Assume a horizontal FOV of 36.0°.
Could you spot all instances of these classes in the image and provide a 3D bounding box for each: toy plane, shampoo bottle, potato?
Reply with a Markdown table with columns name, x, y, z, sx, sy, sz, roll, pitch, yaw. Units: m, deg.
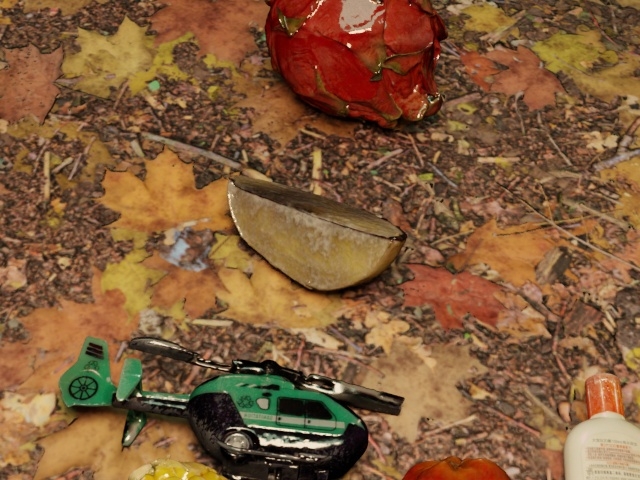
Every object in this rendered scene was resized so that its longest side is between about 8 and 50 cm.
| name | x | y | z | sx | sy | sz | roll | pitch | yaw |
| --- | --- | --- | --- | --- | --- | --- | --- | --- | --- |
| toy plane | -0.098 | 0.188 | 1.067 | 0.382 | 0.106 | 0.155 | 7 | 45 | 1 |
| shampoo bottle | 0.320 | 0.250 | 1.079 | 0.108 | 0.051 | 0.221 | 6 | 51 | 0 |
| potato | -0.002 | 0.001 | 1.246 | 0.261 | 0.100 | 0.120 | 21 | 12 | 29 |

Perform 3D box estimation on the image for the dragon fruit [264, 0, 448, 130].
| name | x | y | z | sx | sy | sz | roll | pitch | yaw |
| --- | --- | --- | --- | --- | --- | --- | --- | --- | --- |
| dragon fruit | 0.054 | -0.283 | 1.368 | 0.244 | 0.244 | 0.299 | -39 | 82 | -30 |

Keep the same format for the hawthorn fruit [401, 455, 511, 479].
| name | x | y | z | sx | sy | sz | roll | pitch | yaw |
| --- | --- | --- | --- | --- | --- | --- | --- | --- | --- |
| hawthorn fruit | 0.136 | 0.280 | 1.005 | 0.125 | 0.140 | 0.125 | 14 | 19 | -5 |

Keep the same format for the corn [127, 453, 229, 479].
| name | x | y | z | sx | sy | sz | roll | pitch | yaw |
| --- | --- | --- | --- | --- | --- | --- | --- | --- | --- |
| corn | -0.057 | 0.363 | 0.878 | 0.144 | 0.144 | 0.387 | -31 | 71 | -26 |
